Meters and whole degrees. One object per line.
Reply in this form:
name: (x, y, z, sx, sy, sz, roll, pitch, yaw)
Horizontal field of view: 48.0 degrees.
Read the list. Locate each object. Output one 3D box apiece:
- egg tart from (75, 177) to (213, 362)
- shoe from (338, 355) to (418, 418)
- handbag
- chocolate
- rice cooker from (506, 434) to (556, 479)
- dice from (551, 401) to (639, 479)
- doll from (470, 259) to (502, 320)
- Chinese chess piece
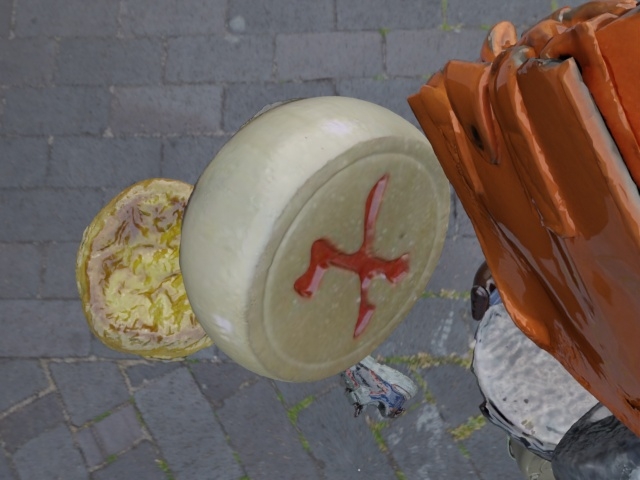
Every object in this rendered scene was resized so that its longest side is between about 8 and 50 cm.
egg tart: (-0.273, 0.058, 1.301, 0.342, 0.129, 0.340, -2, 76, 7)
shoe: (0.081, 0.302, 1.486, 0.228, 0.099, 0.125, 25, 76, 1)
handbag: (0.190, -0.013, 0.515, 0.116, 0.410, 0.303, -30, 99, 3)
chocolate: (0.398, 0.226, 1.149, 0.304, 0.213, 0.303, -9, 56, 13)
rice cooker: (0.415, 0.361, 1.311, 0.145, 0.206, 0.127, -7, 42, 3)
dice: (0.357, 0.237, 0.710, 0.181, 0.183, 0.182, -37, 82, -11)
doll: (0.464, 0.052, 1.429, 0.340, 0.318, 0.209, -42, 66, 21)
Chinese chess piece: (0.000, 0.000, 0.834, 0.141, 0.338, 0.338, 33, 75, 38)
